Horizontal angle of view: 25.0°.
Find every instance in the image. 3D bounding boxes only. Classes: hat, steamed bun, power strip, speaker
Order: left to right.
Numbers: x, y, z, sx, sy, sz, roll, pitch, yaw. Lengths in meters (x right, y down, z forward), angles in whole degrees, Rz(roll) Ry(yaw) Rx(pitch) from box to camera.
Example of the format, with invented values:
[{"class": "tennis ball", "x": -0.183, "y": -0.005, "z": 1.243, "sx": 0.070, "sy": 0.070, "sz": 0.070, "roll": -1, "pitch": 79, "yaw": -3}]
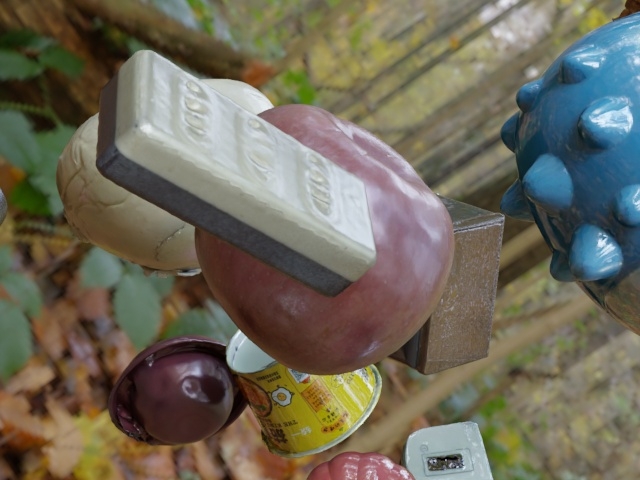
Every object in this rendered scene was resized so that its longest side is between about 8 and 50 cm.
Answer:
[{"class": "steamed bun", "x": -0.200, "y": -0.080, "z": 2.081, "sx": 0.312, "sy": 0.334, "sz": 0.233, "roll": 120, "pitch": -51, "yaw": -71}, {"class": "hat", "x": -0.186, "y": 0.220, "z": 1.971, "sx": 0.205, "sy": 0.205, "sz": 0.089, "roll": 55, "pitch": 7, "yaw": -41}, {"class": "power strip", "x": -0.060, "y": -0.049, "z": 1.163, "sx": 0.257, "sy": 0.070, "sz": 0.105, "roll": 31, "pitch": 35, "yaw": -32}, {"class": "speaker", "x": 0.165, "y": 0.063, "z": 2.189, "sx": 0.153, "sy": 0.193, "sz": 0.230, "roll": 21, "pitch": -66, "yaw": 43}]

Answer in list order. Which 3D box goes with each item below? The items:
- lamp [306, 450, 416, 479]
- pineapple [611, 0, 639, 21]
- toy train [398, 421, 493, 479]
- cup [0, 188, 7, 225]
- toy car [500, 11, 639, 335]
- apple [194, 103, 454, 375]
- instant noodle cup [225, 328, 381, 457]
[{"class": "lamp", "x": 0.032, "y": 0.218, "z": 1.131, "sx": 0.107, "sy": 0.107, "sz": 0.092, "roll": 56, "pitch": 7, "yaw": 5}, {"class": "pineapple", "x": 0.344, "y": -0.245, "z": 1.206, "sx": 0.079, "sy": 0.233, "sz": 0.135, "roll": 53, "pitch": 11, "yaw": 16}, {"class": "toy train", "x": 0.112, "y": 0.328, "z": 1.564, "sx": 0.407, "sy": 0.088, "sz": 0.086, "roll": 95, "pitch": -16, "yaw": -56}, {"class": "cup", "x": -0.658, "y": -0.042, "z": 2.419, "sx": 0.239, "sy": 0.166, "sz": 0.177, "roll": 53, "pitch": 35, "yaw": -32}, {"class": "toy car", "x": 0.232, "y": -0.036, "z": 1.030, "sx": 0.255, "sy": 0.190, "sz": 0.188, "roll": 62, "pitch": -31, "yaw": 13}, {"class": "apple", "x": 0.000, "y": 0.000, "z": 1.545, "sx": 0.306, "sy": 0.235, "sz": 0.305, "roll": 35, "pitch": 12, "yaw": -9}, {"class": "instant noodle cup", "x": -0.032, "y": 0.169, "z": 1.878, "sx": 0.144, "sy": 0.182, "sz": 0.182, "roll": 57, "pitch": 0, "yaw": -29}]
